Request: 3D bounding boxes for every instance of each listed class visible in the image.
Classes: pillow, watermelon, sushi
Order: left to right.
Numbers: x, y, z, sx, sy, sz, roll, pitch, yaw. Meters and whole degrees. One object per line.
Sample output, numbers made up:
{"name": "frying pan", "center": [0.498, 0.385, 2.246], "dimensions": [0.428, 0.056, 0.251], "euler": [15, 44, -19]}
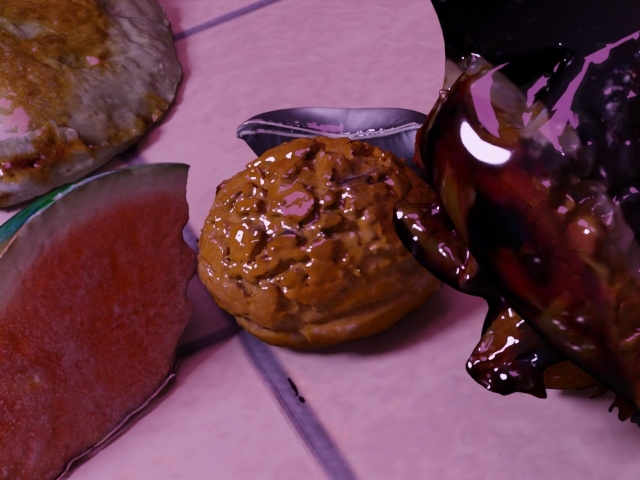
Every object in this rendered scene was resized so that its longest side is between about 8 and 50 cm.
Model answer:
{"name": "watermelon", "center": [-0.177, 0.046, 1.119], "dimensions": [0.231, 0.128, 0.146], "euler": [-40, 23, -28]}
{"name": "pillow", "center": [0.023, -0.056, 1.188], "dimensions": [0.135, 0.091, 0.055], "euler": [-3, 47, 22]}
{"name": "sushi", "center": [0.155, -0.015, 0.953], "dimensions": [0.212, 0.227, 0.215], "euler": [-39, 35, -20]}

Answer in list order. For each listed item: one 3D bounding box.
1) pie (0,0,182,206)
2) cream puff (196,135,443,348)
{"name": "pie", "center": [-0.229, -0.120, 1.382], "dimensions": [0.257, 0.105, 0.274], "euler": [12, 43, 12]}
{"name": "cream puff", "center": [-0.001, -0.004, 1.104], "dimensions": [0.144, 0.103, 0.126], "euler": [-17, 33, -4]}
